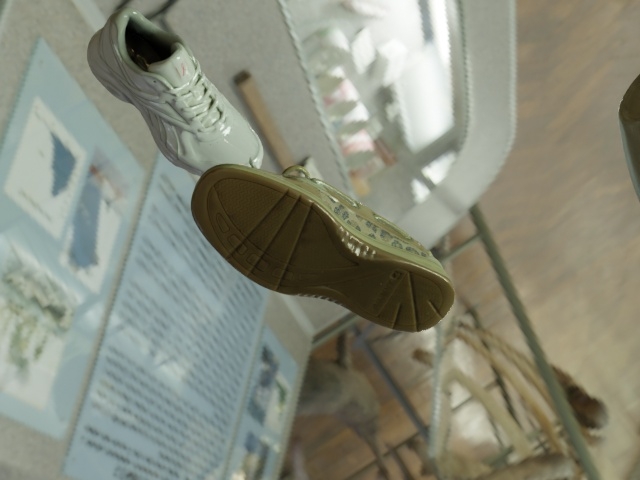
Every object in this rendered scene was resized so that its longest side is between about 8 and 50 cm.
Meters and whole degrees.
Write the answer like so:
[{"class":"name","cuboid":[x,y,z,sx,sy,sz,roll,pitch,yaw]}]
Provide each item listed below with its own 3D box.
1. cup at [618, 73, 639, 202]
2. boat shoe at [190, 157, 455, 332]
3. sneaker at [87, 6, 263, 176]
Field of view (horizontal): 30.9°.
[{"class":"cup","cuboid":[0.553,-0.146,1.602,0.331,0.237,0.331,-43,-163,16]},{"class":"boat shoe","cuboid":[0.000,0.000,1.119,0.285,0.089,0.104,29,115,-24]},{"class":"sneaker","cuboid":[-0.151,-0.155,1.231,0.090,0.232,0.115,-52,-175,-22]}]
